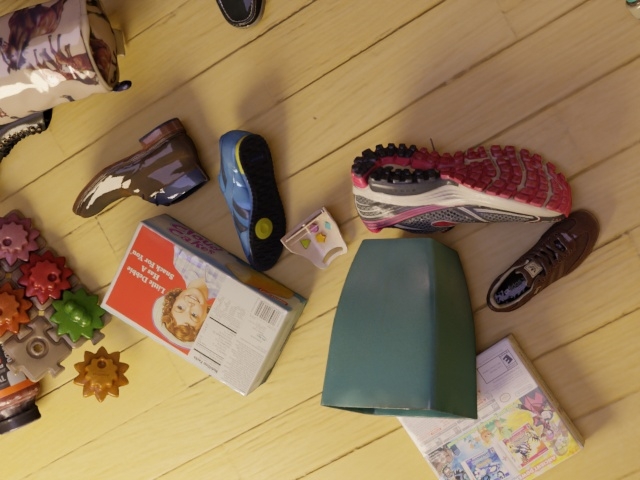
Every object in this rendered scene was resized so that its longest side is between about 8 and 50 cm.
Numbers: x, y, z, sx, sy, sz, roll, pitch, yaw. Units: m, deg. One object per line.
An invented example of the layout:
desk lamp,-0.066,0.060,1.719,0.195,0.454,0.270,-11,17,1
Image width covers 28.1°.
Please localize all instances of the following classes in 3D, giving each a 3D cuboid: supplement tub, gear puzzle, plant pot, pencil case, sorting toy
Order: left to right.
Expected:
pencil case,-0.487,-0.234,1.852,0.410,0.183,0.160,-17,76,9
supplement tub,-0.507,0.201,2.003,0.106,0.106,0.198,-23,90,19
gear puzzle,-0.424,0.116,1.947,0.175,0.044,0.339,-40,83,-20
sorting toy,0.000,0.000,1.846,0.083,0.045,0.075,-37,93,19
plant pot,0.115,0.120,1.747,0.166,0.165,0.234,-2,77,28

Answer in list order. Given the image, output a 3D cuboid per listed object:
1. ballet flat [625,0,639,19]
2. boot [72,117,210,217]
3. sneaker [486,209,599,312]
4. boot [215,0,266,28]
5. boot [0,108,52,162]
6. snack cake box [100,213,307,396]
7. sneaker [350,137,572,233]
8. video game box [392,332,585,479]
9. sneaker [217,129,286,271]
ballet flat,0.490,-0.376,1.621,0.086,0.086,0.248,41,109,8
boot,-0.267,-0.076,1.898,0.219,0.082,0.106,-38,83,17
sneaker,0.303,0.036,1.735,0.066,0.071,0.188,46,109,7
boot,-0.152,-0.411,1.760,0.085,0.178,0.236,-9,94,19
boot,-0.477,-0.150,1.963,0.137,0.077,0.198,4,100,12
snack cake box,-0.173,0.093,1.888,0.264,0.089,0.152,31,108,12
sneaker,0.193,-0.062,1.747,0.299,0.121,0.112,6,129,16
video game box,0.237,0.262,1.802,0.205,0.048,0.187,-35,83,19
sneaker,-0.106,-0.059,1.866,0.082,0.069,0.209,8,112,50
